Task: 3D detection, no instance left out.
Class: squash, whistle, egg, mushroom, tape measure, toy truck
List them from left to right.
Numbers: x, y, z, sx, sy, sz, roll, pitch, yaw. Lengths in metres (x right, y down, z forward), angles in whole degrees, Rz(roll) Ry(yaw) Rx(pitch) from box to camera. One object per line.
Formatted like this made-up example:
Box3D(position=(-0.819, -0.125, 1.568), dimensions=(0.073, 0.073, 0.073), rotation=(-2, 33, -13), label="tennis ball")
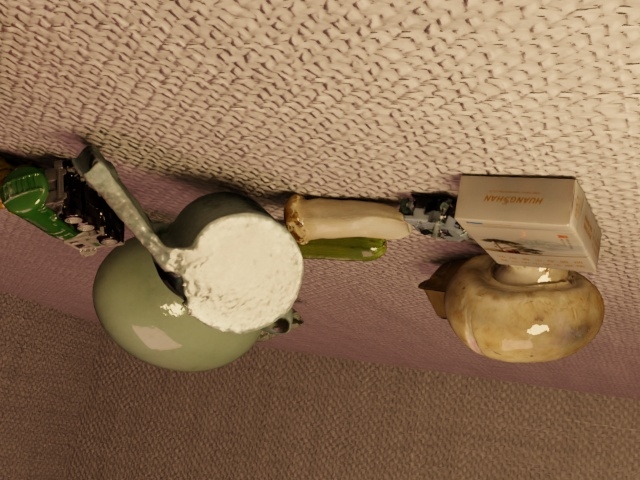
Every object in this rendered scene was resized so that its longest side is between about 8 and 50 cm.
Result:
Box3D(position=(-0.420, -0.052, 1.456), dimensions=(0.125, 0.101, 0.242), rotation=(-12, 161, 10), label="toy truck")
Box3D(position=(-0.277, 0.123, 1.755), dimensions=(0.276, 0.275, 0.389), rotation=(0, 164, 39), label="egg")
Box3D(position=(-0.201, 0.008, 1.326), dimensions=(0.405, 0.188, 0.168), rotation=(20, -172, -21), label="whistle")
Box3D(position=(0.000, 0.000, 1.479), dimensions=(0.252, 0.066, 0.066), rotation=(1, 164, 34), label="squash")
Box3D(position=(0.041, -0.032, 1.320), dimensions=(0.209, 0.071, 0.084), rotation=(1, 135, 25), label="mushroom")
Box3D(position=(0.171, -0.032, 1.239), dimensions=(0.091, 0.054, 0.094), rotation=(7, 166, 42), label="tape measure")
Box3D(position=(0.311, 0.092, 1.365), dimensions=(0.255, 0.255, 0.184), rotation=(6, 123, 19), label="mushroom")

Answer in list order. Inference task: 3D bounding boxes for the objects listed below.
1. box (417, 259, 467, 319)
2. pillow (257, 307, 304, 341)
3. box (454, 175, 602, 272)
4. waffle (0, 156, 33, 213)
Box3D(position=(0.255, 0.086, 1.564), dimensions=(0.111, 0.111, 0.177), rotation=(17, 174, -26), label="box")
Box3D(position=(-0.226, 0.188, 2.311), dimensions=(0.310, 0.138, 0.283), rotation=(7, 175, 23), label="pillow")
Box3D(position=(0.284, -0.019, 1.177), dimensions=(0.150, 0.066, 0.233), rotation=(2, 165, 26), label="box")
Box3D(position=(-0.603, -0.104, 1.516), dimensions=(0.302, 0.068, 0.325), rotation=(6, 167, 22), label="waffle")
